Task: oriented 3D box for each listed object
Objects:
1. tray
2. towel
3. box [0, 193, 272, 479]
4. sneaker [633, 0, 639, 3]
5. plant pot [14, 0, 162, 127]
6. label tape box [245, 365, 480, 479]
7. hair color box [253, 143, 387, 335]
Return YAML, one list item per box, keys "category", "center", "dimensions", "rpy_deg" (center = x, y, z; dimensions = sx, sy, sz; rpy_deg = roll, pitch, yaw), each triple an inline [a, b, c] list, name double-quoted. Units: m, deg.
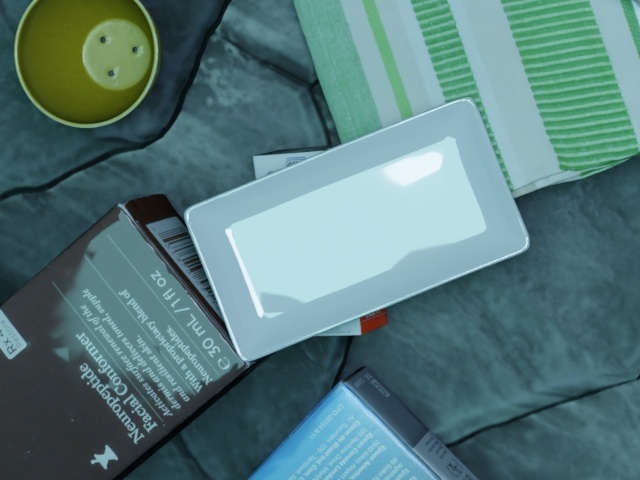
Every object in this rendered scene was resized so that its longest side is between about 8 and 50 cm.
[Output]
- category: "tray"
  center: [0.031, -0.009, 1.695]
  dimensions: [0.270, 0.030, 0.145]
  rpy_deg: [-22, 84, 5]
- category: "towel"
  center: [0.146, -0.152, 1.696]
  dimensions: [0.325, 0.038, 0.247]
  rpy_deg: [-19, 89, 34]
- category: "box"
  center: [-0.244, 0.147, 1.803]
  dimensions: [0.381, 0.143, 0.191]
  rpy_deg: [-41, 86, 14]
- category: "sneaker"
  center: [0.378, -0.263, 1.553]
  dimensions: [0.321, 0.180, 0.124]
  rpy_deg: [-4, 79, -19]
- category: "plant pot"
  center: [-0.198, -0.170, 1.789]
  dimensions: [0.134, 0.095, 0.134]
  rpy_deg: [1, 94, 13]
- category: "label tape box"
  center: [0.065, 0.317, 1.763]
  dimensions: [0.333, 0.106, 0.240]
  rpy_deg: [45, 101, 5]
- category: "hair color box"
  center: [0.000, 0.000, 1.765]
  dimensions: [0.093, 0.053, 0.167]
  rpy_deg: [-3, 98, 32]
